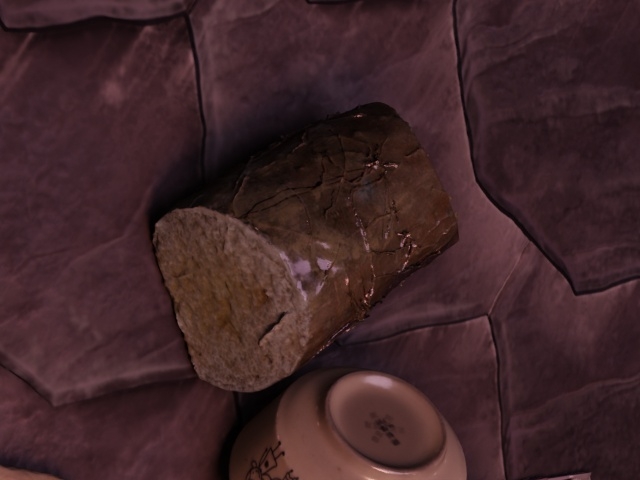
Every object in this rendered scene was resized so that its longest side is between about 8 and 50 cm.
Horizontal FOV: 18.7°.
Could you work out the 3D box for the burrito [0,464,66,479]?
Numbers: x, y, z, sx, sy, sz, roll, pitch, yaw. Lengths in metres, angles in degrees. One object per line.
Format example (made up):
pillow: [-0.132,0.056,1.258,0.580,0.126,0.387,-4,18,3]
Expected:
burrito: [-0.319,0.213,1.685,0.275,0.059,0.082,27,87,-36]

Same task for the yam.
yam: [0.002,-0.003,1.877,0.271,0.201,0.202,-36,112,-41]

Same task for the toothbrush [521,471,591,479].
toothbrush: [0.235,0.274,2.167,0.194,0.014,0.017,-1,90,-40]

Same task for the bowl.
bowl: [0.040,0.210,1.862,0.238,0.126,0.237,15,41,-13]
